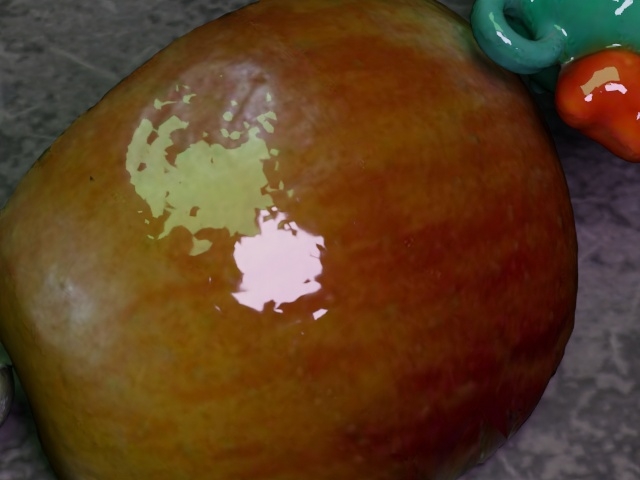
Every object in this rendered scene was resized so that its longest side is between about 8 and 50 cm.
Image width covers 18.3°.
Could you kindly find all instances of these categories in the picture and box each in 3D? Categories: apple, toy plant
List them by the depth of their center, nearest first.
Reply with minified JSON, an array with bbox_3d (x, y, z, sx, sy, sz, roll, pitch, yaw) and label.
[{"bbox_3d":[0.000,0.000,1.020,0.346,0.254,0.179,-32,12,-25],"label":"apple"},{"bbox_3d":[0.208,-0.187,1.113,0.185,0.279,0.400,-3,29,47],"label":"toy plant"}]

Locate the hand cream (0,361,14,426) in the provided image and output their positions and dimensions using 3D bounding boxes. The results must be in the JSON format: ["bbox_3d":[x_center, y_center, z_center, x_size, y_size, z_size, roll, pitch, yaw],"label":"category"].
[{"bbox_3d":[-0.249,0.050,1.024,0.203,0.084,0.084,23,53,15],"label":"hand cream"}]
